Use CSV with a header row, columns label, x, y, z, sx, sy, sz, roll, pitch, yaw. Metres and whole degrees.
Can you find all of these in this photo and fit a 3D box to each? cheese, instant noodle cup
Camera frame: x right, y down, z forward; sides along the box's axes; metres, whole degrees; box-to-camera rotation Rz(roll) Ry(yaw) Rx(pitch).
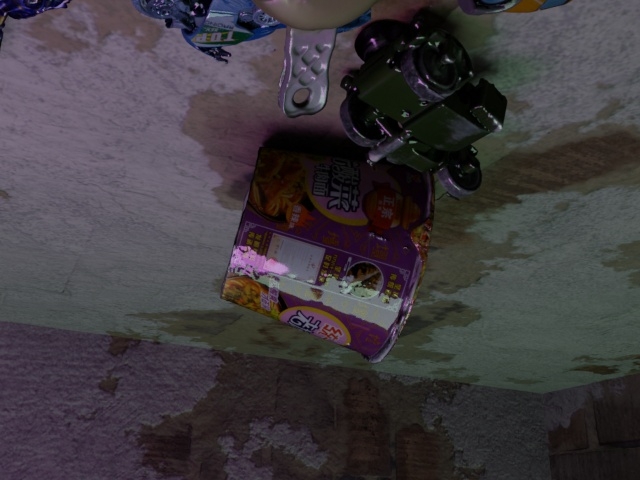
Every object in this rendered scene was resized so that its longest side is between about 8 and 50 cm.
label,x,y,z,sx,sy,sz,roll,pitch,yaw
cheese,-0.003,-0.238,0.643,0.163,0.082,0.286,-10,134,-26
instant noodle cup,0.000,0.000,1.095,0.266,0.339,0.340,16,155,-8

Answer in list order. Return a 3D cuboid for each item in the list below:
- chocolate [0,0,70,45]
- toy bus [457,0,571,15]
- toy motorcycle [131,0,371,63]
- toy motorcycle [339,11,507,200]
label,x,y,z,sx,sy,sz,roll,pitch,yaw
chocolate,-0.372,-0.250,0.756,0.343,0.126,0.148,-19,111,44
toy bus,0.205,-0.293,0.596,0.136,0.126,0.209,-1,158,-18
toy motorcycle,-0.068,-0.253,0.754,0.255,0.092,0.135,-7,167,-4
toy motorcycle,0.147,-0.171,0.904,0.275,0.127,0.205,23,149,-27
